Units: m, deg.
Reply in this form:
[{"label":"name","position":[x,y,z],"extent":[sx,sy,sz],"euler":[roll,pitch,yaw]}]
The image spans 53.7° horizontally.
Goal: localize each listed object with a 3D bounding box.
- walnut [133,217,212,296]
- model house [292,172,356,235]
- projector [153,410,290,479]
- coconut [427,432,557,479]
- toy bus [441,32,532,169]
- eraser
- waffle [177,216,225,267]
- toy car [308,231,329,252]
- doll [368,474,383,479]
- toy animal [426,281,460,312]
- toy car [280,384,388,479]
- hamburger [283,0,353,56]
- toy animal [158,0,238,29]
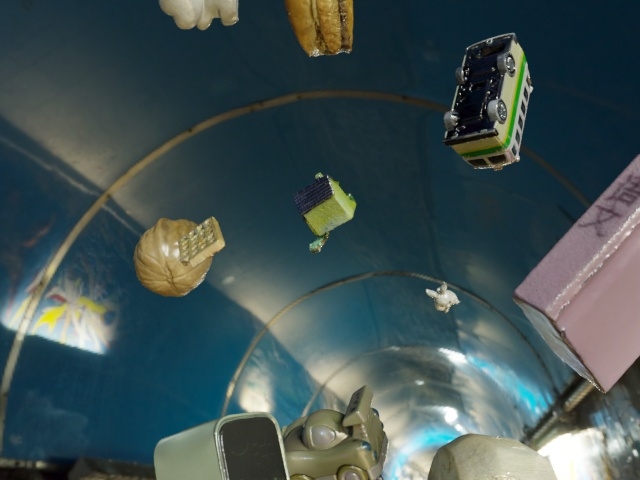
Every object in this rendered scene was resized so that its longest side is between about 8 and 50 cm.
[{"label":"walnut","position":[-0.422,0.043,1.809],"extent":[0.224,0.261,0.225],"euler":[-5,-58,-9]},{"label":"model house","position":[0.007,-0.158,2.534],"extent":[0.193,0.170,0.211],"euler":[-28,-70,26]},{"label":"projector","position":[-0.256,0.606,1.665],"extent":[0.249,0.249,0.248],"euler":[-27,-22,30]},{"label":"coconut","position":[0.492,0.708,1.731],"extent":[0.360,0.347,0.346],"euler":[13,-30,-11]},{"label":"toy bus","position":[0.423,-0.334,1.549],"extent":[0.143,0.306,0.179],"euler":[-7,-34,42]},{"label":"eraser","position":[0.556,0.064,1.170],"extent":[0.359,0.122,0.272],"euler":[-47,-59,-2]},{"label":"waffle","position":[-0.221,0.006,1.160],"extent":[0.092,0.135,0.021],"euler":[-34,-64,1]},{"label":"toy car","position":[0.000,0.000,2.560],"extent":[0.059,0.122,0.035],"euler":[-14,-62,46]},{"label":"doll","position":[0.184,0.843,2.187],"extent":[0.057,0.165,0.139],"euler":[-7,-63,-19]},{"label":"toy animal","position":[0.386,0.179,1.968],"extent":[0.071,0.085,0.124],"euler":[-25,-13,18]},{"label":"toy car","position":[0.010,0.582,1.831],"extent":[0.335,0.227,0.242],"euler":[-15,12,17]},{"label":"hamburger","position":[0.007,-0.616,1.589],"extent":[0.174,0.305,0.284],"euler":[-5,-59,13]},{"label":"toy animal","position":[-0.283,-0.594,1.497],"extent":[0.193,0.128,0.179],"euler":[6,-40,-12]}]
